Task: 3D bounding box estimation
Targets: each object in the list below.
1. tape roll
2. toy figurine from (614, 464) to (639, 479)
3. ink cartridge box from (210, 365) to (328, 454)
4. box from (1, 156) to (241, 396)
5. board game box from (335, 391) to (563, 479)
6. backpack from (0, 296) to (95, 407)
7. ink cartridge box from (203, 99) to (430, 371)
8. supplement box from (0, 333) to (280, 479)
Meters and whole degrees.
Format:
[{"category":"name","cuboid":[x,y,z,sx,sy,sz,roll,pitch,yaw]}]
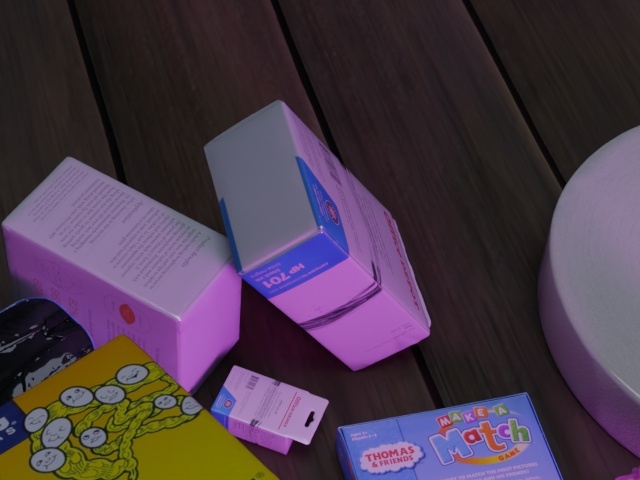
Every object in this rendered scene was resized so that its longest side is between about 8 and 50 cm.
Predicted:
[{"category":"tape roll","cuboid":[0.382,0.047,1.250,0.392,0.072,0.392,2,51,-3]},{"category":"toy figurine","cuboid":[0.277,0.199,1.064,0.159,0.173,0.130,-20,4,19]},{"category":"ink cartridge box","cuboid":[-0.040,0.138,1.164,0.083,0.028,0.048,19,52,11]},{"category":"box","cuboid":[-0.157,0.035,1.173,0.170,0.130,0.091,27,53,16]},{"category":"board game box","cuboid":[0.115,0.222,1.101,0.160,0.039,0.211,-9,53,-12]},{"category":"backpack","cuboid":[-0.232,0.107,1.135,0.114,0.084,0.105,-38,67,-19]},{"category":"ink cartridge box","cuboid":[0.000,0.000,1.172,0.082,0.190,0.139,-28,51,14]},{"category":"supplement box","cuboid":[-0.084,0.245,0.841,0.194,0.195,0.356,-31,38,-21]}]
